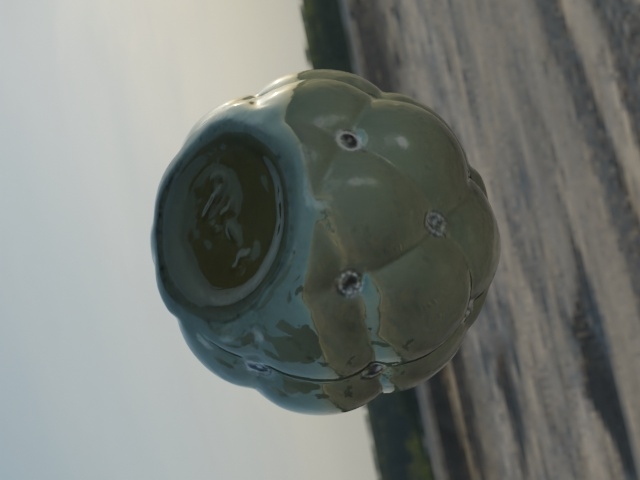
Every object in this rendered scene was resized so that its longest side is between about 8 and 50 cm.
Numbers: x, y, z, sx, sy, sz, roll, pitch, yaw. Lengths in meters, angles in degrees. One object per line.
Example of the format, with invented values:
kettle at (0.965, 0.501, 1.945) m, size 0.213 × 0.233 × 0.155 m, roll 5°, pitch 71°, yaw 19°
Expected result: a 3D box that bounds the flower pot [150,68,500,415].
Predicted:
flower pot at (0.000, 0.000, 1.006) m, size 0.195 × 0.246 × 0.246 m, roll 11°, pitch -119°, yaw -47°
